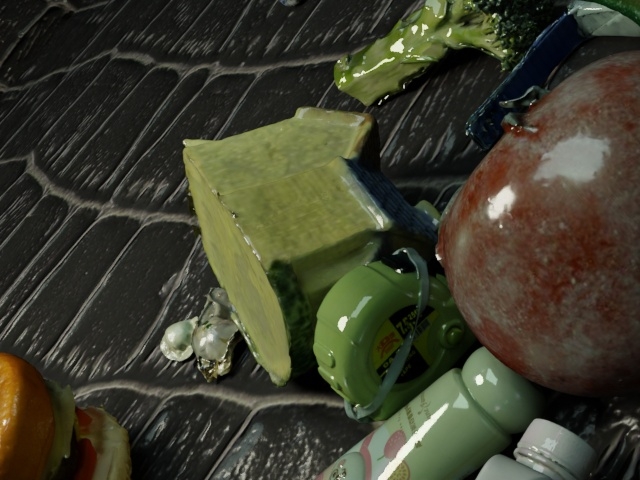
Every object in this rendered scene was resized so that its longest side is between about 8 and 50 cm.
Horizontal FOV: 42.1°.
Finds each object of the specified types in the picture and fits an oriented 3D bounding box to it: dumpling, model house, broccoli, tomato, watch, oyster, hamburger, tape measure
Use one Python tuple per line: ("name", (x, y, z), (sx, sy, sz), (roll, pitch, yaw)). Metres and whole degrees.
("dumpling", (-0.208, 0.152, 1.250), (0.077, 0.043, 0.059), (-24, 55, 1))
("model house", (0.000, 0.000, 1.085), (0.266, 0.261, 0.321), (-24, 51, -16))
("broccoli", (0.177, -0.347, 1.278), (0.361, 0.221, 0.252), (-4, 85, 43))
("tomato", (0.261, -0.016, 0.743), (0.317, 0.317, 0.282), (-42, 75, 2))
("watch", (0.355, -0.199, 1.041), (0.274, 0.068, 0.276), (-48, 37, -7))
("oyster", (-0.141, 0.123, 1.206), (0.108, 0.053, 0.165), (14, 55, 29))
("hamburger", (-0.419, 0.334, 1.092), (0.330, 0.250, 0.330), (-27, 41, 26))
("tape measure", (0.076, 0.102, 0.916), (0.200, 0.175, 0.106), (-48, 34, -5))

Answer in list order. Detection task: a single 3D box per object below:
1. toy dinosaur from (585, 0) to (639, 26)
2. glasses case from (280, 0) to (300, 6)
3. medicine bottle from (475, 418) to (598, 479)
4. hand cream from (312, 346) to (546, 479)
("toy dinosaur", (0.431, -0.190, 0.922), (0.447, 0.087, 0.300), (10, 96, 56))
("glasses case", (-0.037, -0.611, 1.808), (0.065, 0.087, 0.248), (-11, 45, 44))
("medicine bottle", (0.170, 0.250, 0.726), (0.069, 0.119, 0.183), (13, 62, 49))
("hand cream", (0.093, 0.228, 0.861), (0.306, 0.093, 0.147), (-42, 23, 14))
